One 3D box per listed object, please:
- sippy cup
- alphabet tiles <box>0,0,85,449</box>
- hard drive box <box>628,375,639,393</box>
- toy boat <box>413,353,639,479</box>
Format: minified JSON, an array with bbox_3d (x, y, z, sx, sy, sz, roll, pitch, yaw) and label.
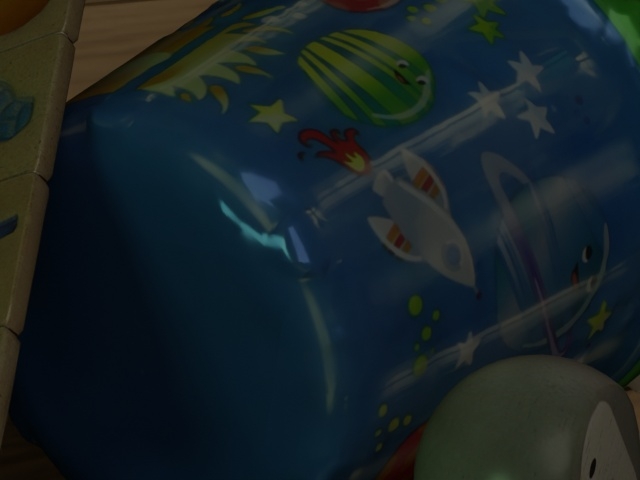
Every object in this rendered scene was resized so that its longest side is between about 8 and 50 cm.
[{"bbox_3d":[0.000,0.000,0.743,0.305,0.240,0.224,54,40,5],"label":"sippy cup"},{"bbox_3d":[-0.207,0.013,0.683,0.011,0.285,0.343,44,40,-43],"label":"alphabet tiles"},{"bbox_3d":[0.100,-0.072,0.886,0.232,0.181,0.089,31,36,0],"label":"hard drive box"},{"bbox_3d":[0.008,0.152,0.618,0.267,0.318,0.148,25,58,-7],"label":"toy boat"}]
